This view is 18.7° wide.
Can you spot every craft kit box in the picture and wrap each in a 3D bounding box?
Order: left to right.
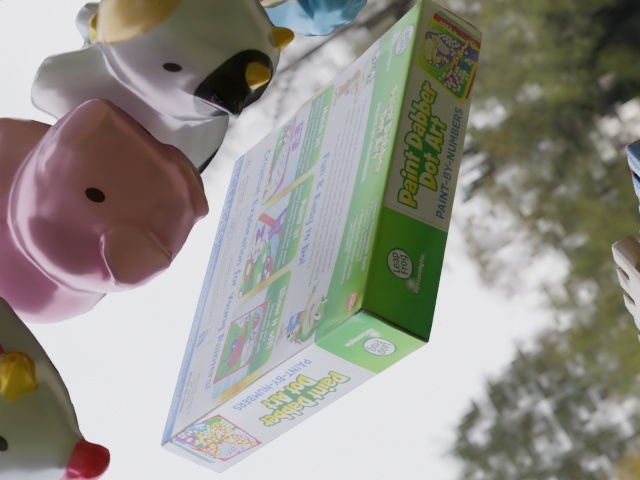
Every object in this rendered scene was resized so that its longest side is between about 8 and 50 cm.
[{"bbox_3d":[0.000,0.000,1.279,0.061,0.246,0.250,26,-126,-19],"label":"craft kit box"}]

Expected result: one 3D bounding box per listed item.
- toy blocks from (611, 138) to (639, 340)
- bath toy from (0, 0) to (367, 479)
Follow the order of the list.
[{"bbox_3d":[0.247,0.072,0.971,0.261,0.191,0.381,56,169,51],"label":"toy blocks"},{"bbox_3d":[-0.097,-0.022,0.885,0.151,0.129,0.348,96,-161,-52],"label":"bath toy"}]
